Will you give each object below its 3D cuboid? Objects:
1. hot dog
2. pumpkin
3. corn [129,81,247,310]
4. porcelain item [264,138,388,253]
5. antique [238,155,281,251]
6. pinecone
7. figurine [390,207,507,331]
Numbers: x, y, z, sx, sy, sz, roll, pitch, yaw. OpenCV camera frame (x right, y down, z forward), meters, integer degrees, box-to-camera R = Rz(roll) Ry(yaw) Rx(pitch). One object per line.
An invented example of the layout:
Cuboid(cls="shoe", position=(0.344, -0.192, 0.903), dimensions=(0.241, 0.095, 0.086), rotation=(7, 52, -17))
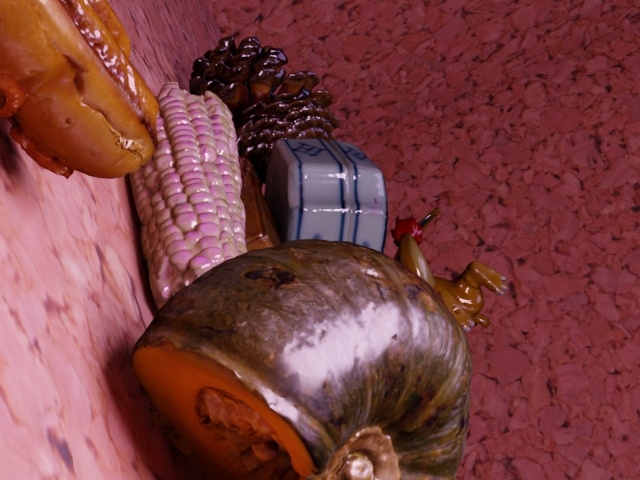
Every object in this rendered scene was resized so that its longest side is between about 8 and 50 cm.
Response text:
Cuboid(cls="hot dog", position=(-0.219, -0.167, 0.665), dimensions=(0.158, 0.117, 0.349), rotation=(62, 2, 36))
Cuboid(cls="pumpkin", position=(-0.001, 0.124, 0.876), dimensions=(0.232, 0.242, 0.325), rotation=(-52, 135, -35))
Cuboid(cls="corn", position=(-0.136, -0.036, 1.091), dimensions=(0.335, 0.126, 0.127), rotation=(-103, 170, -46))
Cuboid(cls="porcelain item", position=(0.000, 0.000, 1.579), dimensions=(0.286, 0.157, 0.281), rotation=(-123, -143, -71))
Cuboid(cls="antique", position=(-0.114, -0.021, 1.457), dimensions=(0.310, 0.093, 0.087), rotation=(-108, 173, -64))
Cuboid(cls="pinecone", position=(-0.106, -0.224, 1.785), dimensions=(0.292, 0.246, 0.246), rotation=(59, 0, 29))
Cuboid(cls="figurine", position=(0.144, 0.162, 1.861), dimensions=(0.268, 0.387, 0.401), rotation=(32, 40, -5))
